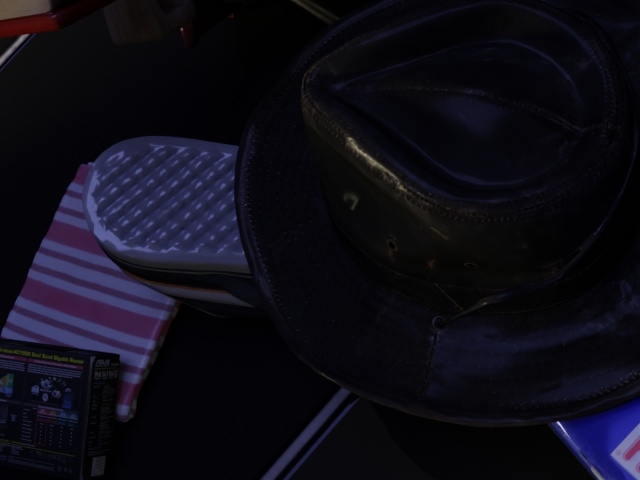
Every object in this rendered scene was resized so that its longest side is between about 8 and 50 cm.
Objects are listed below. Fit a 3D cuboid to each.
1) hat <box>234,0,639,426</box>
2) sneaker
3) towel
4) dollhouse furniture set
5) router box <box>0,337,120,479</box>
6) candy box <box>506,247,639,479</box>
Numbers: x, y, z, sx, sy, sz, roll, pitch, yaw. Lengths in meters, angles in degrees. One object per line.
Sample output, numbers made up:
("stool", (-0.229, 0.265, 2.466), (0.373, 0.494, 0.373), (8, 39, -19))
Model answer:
("hat", (0.077, -0.054, 0.662), (0.331, 0.134, 0.331), (-8, 68, 21))
("sneaker", (0.000, 0.000, 0.830), (0.321, 0.127, 0.126), (12, 75, 2))
("towel", (-0.168, 0.036, 0.930), (0.144, 0.029, 0.197), (15, 75, 28))
("dollhouse furniture set", (-0.058, -0.198, 0.804), (0.201, 0.152, 0.374), (-5, 23, 22))
("router box", (-0.213, 0.124, 0.878), (0.122, 0.038, 0.092), (5, 89, 26))
("candy box", (0.312, 0.075, 0.653), (0.317, 0.122, 0.268), (-39, 59, 0))
